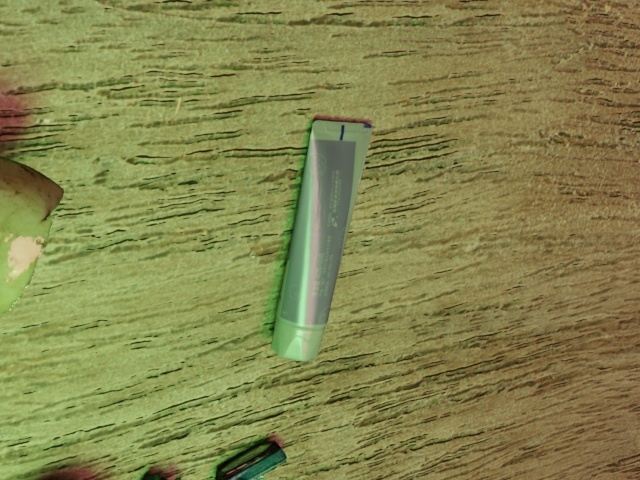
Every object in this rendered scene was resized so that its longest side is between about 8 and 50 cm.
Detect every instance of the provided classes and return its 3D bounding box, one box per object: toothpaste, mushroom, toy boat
[{"bbox_3d":[0.000,0.000,2.149,0.125,0.080,0.371,-1,111,-43],"label":"toothpaste"},{"bbox_3d":[-0.431,0.002,1.683,0.189,0.195,0.253,31,100,-16],"label":"mushroom"},{"bbox_3d":[-0.109,0.373,2.289,0.137,0.060,0.061,-29,113,-35],"label":"toy boat"}]

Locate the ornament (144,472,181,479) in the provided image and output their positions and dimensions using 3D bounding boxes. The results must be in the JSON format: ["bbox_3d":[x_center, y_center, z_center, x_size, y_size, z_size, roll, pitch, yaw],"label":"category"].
[{"bbox_3d":[-0.236,0.476,2.226,0.202,0.080,0.236,-51,136,-1],"label":"ornament"}]
